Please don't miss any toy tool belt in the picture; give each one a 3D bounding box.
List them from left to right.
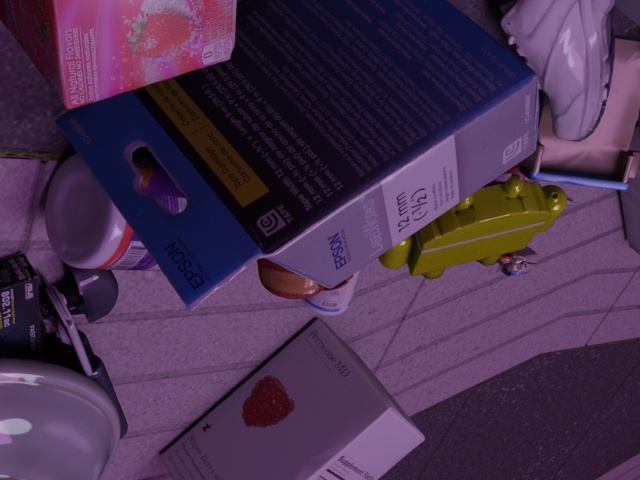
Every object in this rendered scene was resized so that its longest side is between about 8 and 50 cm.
[{"bbox_3d":[0.300,0.039,1.644,0.083,0.052,0.051,-7,127,-42],"label":"toy tool belt"}]

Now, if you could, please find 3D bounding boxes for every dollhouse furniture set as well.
[{"bbox_3d":[0.388,-0.231,1.393,0.303,0.198,0.286,4,110,-10],"label":"dollhouse furniture set"}]

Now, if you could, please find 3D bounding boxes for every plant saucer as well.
[{"bbox_3d":[-0.390,0.275,1.082,0.400,0.100,0.400,-19,146,-14],"label":"plant saucer"}]

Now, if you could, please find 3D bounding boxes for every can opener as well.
[{"bbox_3d":[-0.241,0.123,1.146,0.095,0.076,0.283,-29,148,-17],"label":"can opener"}]

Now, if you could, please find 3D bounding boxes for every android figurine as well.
[{"bbox_3d":[0.198,-0.016,1.372,0.248,0.056,0.273,-14,163,-4],"label":"android figurine"}]

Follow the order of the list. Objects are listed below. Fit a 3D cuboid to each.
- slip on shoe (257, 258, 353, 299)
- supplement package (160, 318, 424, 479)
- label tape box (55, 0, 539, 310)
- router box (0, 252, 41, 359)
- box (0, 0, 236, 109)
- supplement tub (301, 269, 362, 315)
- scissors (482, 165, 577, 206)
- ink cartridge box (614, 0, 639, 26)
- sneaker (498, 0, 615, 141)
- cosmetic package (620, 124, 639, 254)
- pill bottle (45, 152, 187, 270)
[{"bbox_3d":[0.000,0.000,1.129,0.331,0.123,0.101,-23,119,-77],"label":"slip on shoe"},{"bbox_3d":[-0.036,0.286,1.468,0.293,0.177,0.175,-41,148,0],"label":"supplement package"},{"bbox_3d":[-0.019,-0.095,0.942,0.348,0.249,0.115,-34,148,-11],"label":"label tape box"},{"bbox_3d":[-0.324,0.078,1.033,0.092,0.038,0.122,-22,144,-30],"label":"router box"},{"bbox_3d":[-0.147,-0.258,0.697,0.142,0.154,0.300,-24,146,-26],"label":"box"},{"bbox_3d":[0.016,0.035,1.316,0.071,0.071,0.107,-18,141,-33],"label":"supplement tub"},{"bbox_3d":[0.311,-0.072,1.545,0.297,0.021,0.109,-8,134,-40],"label":"scissors"},{"bbox_3d":[0.426,-0.325,1.151,0.171,0.232,0.168,-34,148,-12],"label":"ink cartridge box"},{"bbox_3d":[0.270,-0.239,1.197,0.111,0.129,0.297,-73,159,-44],"label":"sneaker"},{"bbox_3d":[0.611,-0.084,1.728,0.197,0.155,0.365,-43,148,-2],"label":"cosmetic package"},{"bbox_3d":[-0.156,-0.024,1.021,0.193,0.108,0.108,4,128,-50],"label":"pill bottle"}]
